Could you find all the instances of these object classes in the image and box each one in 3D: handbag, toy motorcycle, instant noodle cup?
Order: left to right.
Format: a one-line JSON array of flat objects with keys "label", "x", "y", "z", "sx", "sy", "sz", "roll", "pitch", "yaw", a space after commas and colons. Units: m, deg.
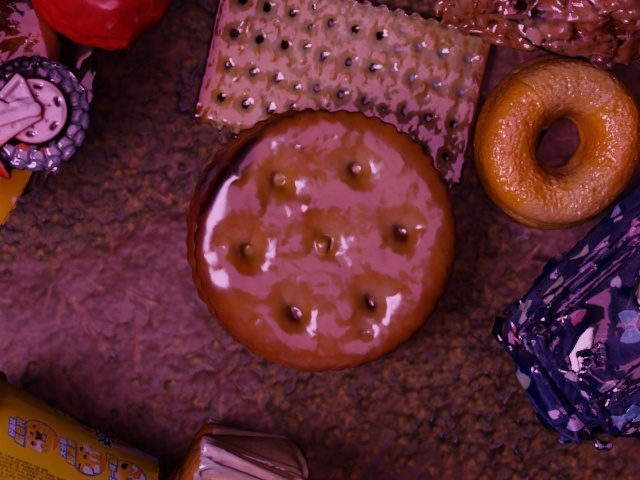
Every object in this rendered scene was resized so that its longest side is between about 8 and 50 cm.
[{"label": "toy motorcycle", "x": -0.311, "y": -0.130, "z": 1.187, "sx": 0.298, "sy": 0.089, "sz": 0.171, "roll": 39, "pitch": 89, "yaw": -4}, {"label": "instant noodle cup", "x": -0.219, "y": 0.217, "z": 1.292, "sx": 0.153, "sy": 0.205, "sz": 0.205, "roll": 21, "pitch": 88, "yaw": -12}, {"label": "handbag", "x": 0.275, "y": 0.054, "z": 1.377, "sx": 0.260, "sy": 0.113, "sz": 0.162, "roll": -38, "pitch": 100, "yaw": -4}]

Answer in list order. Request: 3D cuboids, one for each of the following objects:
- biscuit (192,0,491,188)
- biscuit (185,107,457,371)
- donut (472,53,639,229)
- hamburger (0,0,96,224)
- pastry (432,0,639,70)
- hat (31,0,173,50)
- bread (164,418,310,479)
[{"label": "biscuit", "x": 0.018, "y": -0.134, "z": 1.396, "sx": 0.231, "sy": 0.016, "sz": 0.139, "roll": 13, "pitch": 89, "yaw": -6}, {"label": "biscuit", "x": 0.000, "y": 0.000, "z": 1.363, "sx": 0.220, "sy": 0.066, "sz": 0.221, "roll": 0, "pitch": 96, "yaw": -4}, {"label": "donut", "x": 0.200, "y": -0.083, "z": 1.396, "sx": 0.152, "sy": 0.058, "sz": 0.152, "roll": 0, "pitch": 93, "yaw": -4}, {"label": "hamburger", "x": -0.288, "y": -0.140, "z": 1.304, "sx": 0.243, "sy": 0.138, "sz": 0.262, "roll": 29, "pitch": 88, "yaw": -5}, {"label": "pastry", "x": 0.209, "y": -0.219, "z": 1.317, "sx": 0.274, "sy": 0.275, "sz": 0.193, "roll": 0, "pitch": 127, "yaw": -6}, {"label": "hat", "x": -0.144, "y": -0.289, "z": 1.253, "sx": 0.274, "sy": 0.242, "sz": 0.332, "roll": -4, "pitch": 72, "yaw": 10}, {"label": "bread", "x": -0.081, "y": 0.250, "z": 1.302, "sx": 0.109, "sy": 0.192, "sz": 0.210, "roll": 13, "pitch": 90, "yaw": -3}]
